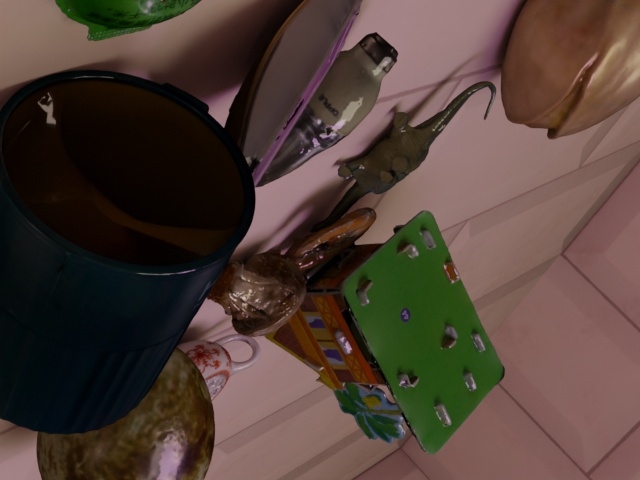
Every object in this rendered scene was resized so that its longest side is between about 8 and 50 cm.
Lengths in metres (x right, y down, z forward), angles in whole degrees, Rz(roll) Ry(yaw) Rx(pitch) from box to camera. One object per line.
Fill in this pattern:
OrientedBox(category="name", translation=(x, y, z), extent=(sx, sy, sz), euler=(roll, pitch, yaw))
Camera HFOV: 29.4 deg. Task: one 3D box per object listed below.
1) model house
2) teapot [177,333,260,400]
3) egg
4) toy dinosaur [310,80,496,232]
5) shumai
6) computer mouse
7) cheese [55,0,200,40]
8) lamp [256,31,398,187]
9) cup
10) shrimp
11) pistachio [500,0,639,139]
OrientedBox(category="model house", translation=(0.086, 0.157, 2.016), extent=(0.242, 0.357, 0.313), euler=(-42, -157, -32))
OrientedBox(category="teapot", translation=(-0.199, 0.214, 1.885), extent=(0.245, 0.116, 0.159), euler=(-33, 147, -21))
OrientedBox(category="egg", translation=(-0.257, 0.259, 1.655), extent=(0.238, 0.238, 0.289), euler=(-13, 137, -57))
OrientedBox(category="toy dinosaur", translation=(0.112, -0.127, 1.837), extent=(0.363, 0.076, 0.147), euler=(-40, 171, 9))
OrientedBox(category="shumai", translation=(-0.101, 0.067, 1.777), extent=(0.145, 0.145, 0.116), euler=(-44, 125, 3))
OrientedBox(category="computer mouse", translation=(-0.045, -0.163, 1.321), extent=(0.310, 0.072, 0.158), euler=(-61, 180, -30))
OrientedBox(category="cheese", translation=(-0.116, -0.278, 0.979), extent=(0.204, 0.083, 0.320), euler=(-24, 157, -41))
OrientedBox(category="lamp", translation=(-0.006, -0.153, 1.477), extent=(0.250, 0.101, 0.101), euler=(-43, 163, 14))
OrientedBox(category="cup", translation=(-0.232, -0.001, 1.201), extent=(0.242, 0.308, 0.292), euler=(7, 137, -25))
OrientedBox(category="shrimp", translation=(-0.002, -0.003, 1.850), extent=(0.187, 0.051, 0.132), euler=(-30, 163, 2))
OrientedBox(category="pistachio", translation=(0.395, -0.283, 1.861), extent=(0.238, 0.229, 0.321), euler=(-63, -175, -29))
